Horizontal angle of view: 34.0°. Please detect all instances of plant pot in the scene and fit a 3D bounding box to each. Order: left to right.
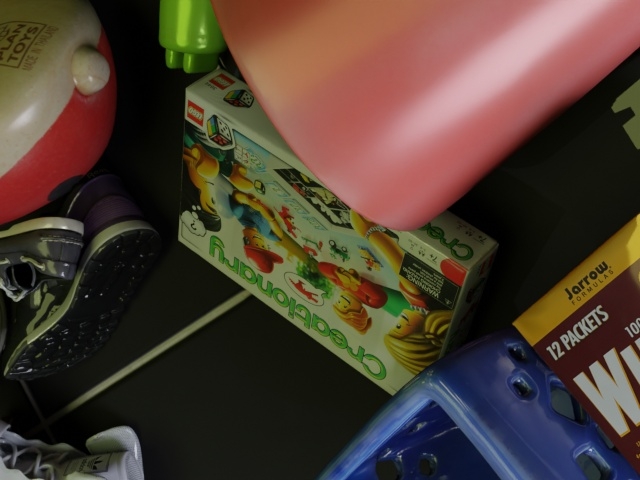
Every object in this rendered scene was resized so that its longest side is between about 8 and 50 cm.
[{"bbox_3d":[0.095,-0.179,0.742,0.243,0.275,0.275,-30,86,26],"label":"plant pot"},{"bbox_3d":[0.163,0.193,0.797,0.236,0.212,0.236,51,139,13],"label":"plant pot"}]

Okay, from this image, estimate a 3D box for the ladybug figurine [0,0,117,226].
[{"bbox_3d":[-0.365,-0.119,1.071,0.449,0.305,0.162,-3,141,39],"label":"ladybug figurine"}]

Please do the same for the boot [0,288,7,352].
[{"bbox_3d":[-0.473,0.139,1.252,0.085,0.178,0.237,25,117,28],"label":"boot"}]

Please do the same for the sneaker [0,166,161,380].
[{"bbox_3d":[-0.279,0.038,1.160,0.283,0.107,0.124,-48,60,30],"label":"sneaker"}]

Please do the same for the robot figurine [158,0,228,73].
[{"bbox_3d":[-0.117,-0.217,0.980,0.101,0.067,0.115,20,114,37],"label":"robot figurine"}]

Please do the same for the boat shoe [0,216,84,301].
[{"bbox_3d":[-0.320,0.028,1.080,0.206,0.075,0.065,-16,71,38],"label":"boat shoe"}]

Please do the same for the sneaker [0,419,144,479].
[{"bbox_3d":[-0.332,0.247,1.169,0.210,0.137,0.366,-32,105,14],"label":"sneaker"}]

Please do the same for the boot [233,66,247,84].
[{"bbox_3d":[0.000,-0.119,0.937,0.190,0.069,0.086,51,133,20],"label":"boot"}]

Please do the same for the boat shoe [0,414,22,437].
[{"bbox_3d":[-0.366,0.343,1.310,0.095,0.095,0.258,-4,95,-1],"label":"boat shoe"}]

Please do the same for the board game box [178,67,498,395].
[{"bbox_3d":[0.000,0.000,0.936,0.305,0.053,0.193,34,139,22],"label":"board game box"}]

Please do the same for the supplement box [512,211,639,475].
[{"bbox_3d":[0.273,0.069,0.719,0.194,0.191,0.129,51,125,13],"label":"supplement box"}]
